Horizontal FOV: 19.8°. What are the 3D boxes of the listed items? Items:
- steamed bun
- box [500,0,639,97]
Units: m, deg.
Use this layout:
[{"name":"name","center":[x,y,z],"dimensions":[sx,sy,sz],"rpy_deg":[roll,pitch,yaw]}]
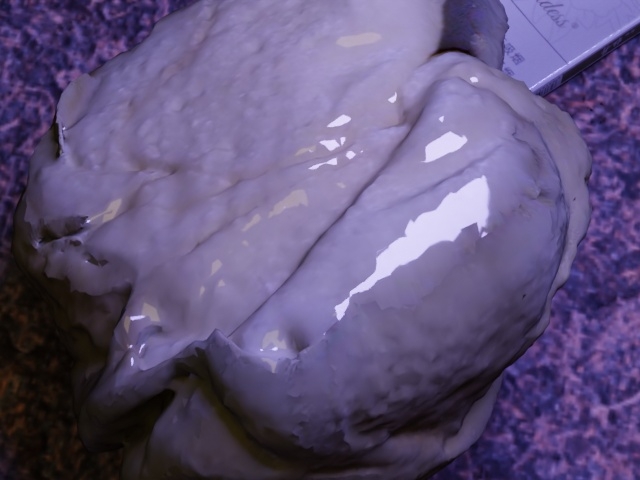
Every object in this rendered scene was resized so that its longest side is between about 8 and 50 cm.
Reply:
[{"name":"steamed bun","center":[-0.003,0.004,1.052],"dimensions":[0.325,0.230,0.372],"rpy_deg":[-27,40,3]},{"name":"box","center":[0.163,-0.169,1.238],"dimensions":[0.198,0.029,0.109],"rpy_deg":[-33,72,-11]}]
